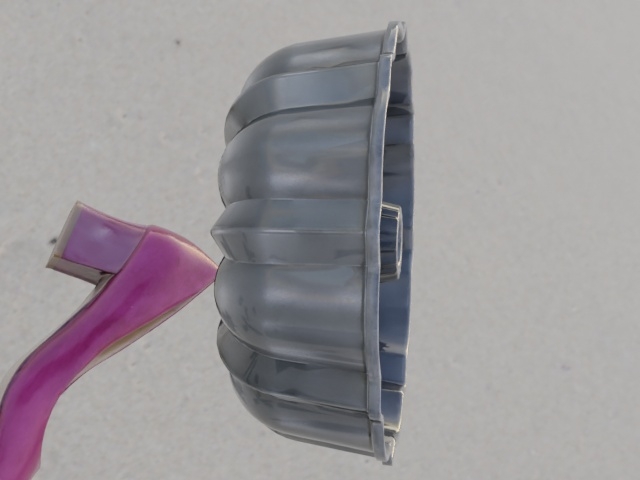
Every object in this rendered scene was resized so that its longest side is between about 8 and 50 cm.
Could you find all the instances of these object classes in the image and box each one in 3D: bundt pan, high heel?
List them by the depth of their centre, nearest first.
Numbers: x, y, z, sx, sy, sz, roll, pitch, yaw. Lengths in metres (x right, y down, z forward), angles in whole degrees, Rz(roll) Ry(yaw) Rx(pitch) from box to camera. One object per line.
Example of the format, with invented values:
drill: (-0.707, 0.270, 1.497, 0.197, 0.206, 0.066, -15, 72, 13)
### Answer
bundt pan: (0.000, 0.000, 0.914, 0.331, 0.124, 0.331, 1, 90, -81)
high heel: (-0.238, 0.152, 1.276, 0.181, 0.127, 0.377, 23, 77, -15)
